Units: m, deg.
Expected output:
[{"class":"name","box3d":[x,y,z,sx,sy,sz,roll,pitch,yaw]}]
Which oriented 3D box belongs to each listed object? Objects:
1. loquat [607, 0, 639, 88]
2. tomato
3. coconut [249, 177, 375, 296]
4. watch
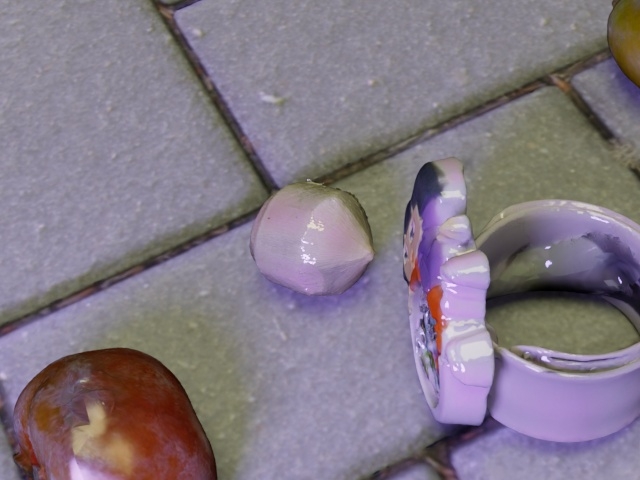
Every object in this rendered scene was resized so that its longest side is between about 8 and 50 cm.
[{"class":"loquat","box3d":[0.383,-0.206,1.444,0.195,0.152,0.152,37,66,21]},{"class":"tomato","box3d":[-0.185,0.182,1.239,0.181,0.155,0.214,-25,52,-14]},{"class":"coconut","box3d":[0.000,0.000,1.373,0.124,0.110,0.110,16,57,28]},{"class":"watch","box3d":[0.196,0.041,1.264,0.231,0.196,0.244,-6,49,-4]}]
